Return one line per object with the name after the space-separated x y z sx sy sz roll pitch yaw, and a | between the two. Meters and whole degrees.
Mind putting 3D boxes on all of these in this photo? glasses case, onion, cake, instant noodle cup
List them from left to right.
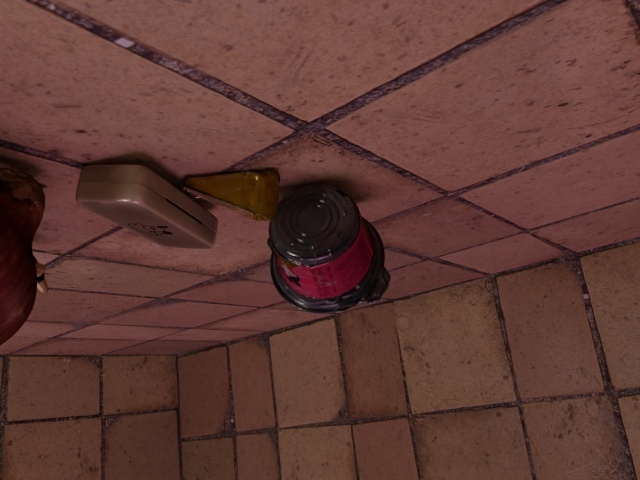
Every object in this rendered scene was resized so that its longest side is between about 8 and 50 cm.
-0.610 0.031 0.854 0.353 0.354 0.354 -6 163 -2 | onion
-0.315 -0.055 1.062 0.131 0.070 0.313 2 165 14 | glasses case
-0.163 -0.071 1.051 0.184 0.116 0.080 -9 165 -8 | cake
0.000 0.000 1.157 0.302 0.258 0.182 17 155 20 | instant noodle cup

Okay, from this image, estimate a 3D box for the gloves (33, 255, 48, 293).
-0.685 0.048 1.133 0.197 0.152 0.301 -8 139 25 | gloves
